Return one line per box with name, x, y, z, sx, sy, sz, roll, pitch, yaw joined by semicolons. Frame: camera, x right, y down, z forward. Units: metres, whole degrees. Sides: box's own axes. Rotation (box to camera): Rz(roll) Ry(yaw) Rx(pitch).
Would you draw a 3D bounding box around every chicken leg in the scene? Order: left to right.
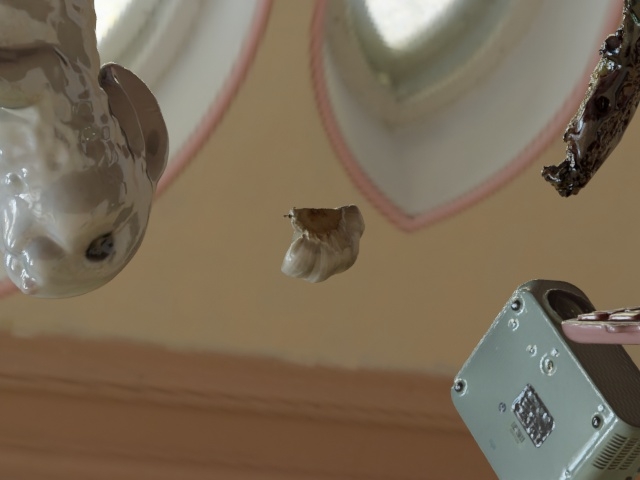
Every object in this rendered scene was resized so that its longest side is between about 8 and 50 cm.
chicken leg;0.275;-0.154;1.453;0.051;0.253;0.106;29;-145;22

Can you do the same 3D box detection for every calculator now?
calculator;0.386;0.082;1.508;0.330;0.048;0.220;-1;180;-41

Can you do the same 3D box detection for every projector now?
projector;0.281;0.198;1.842;0.108;0.198;0.250;8;-142;-35

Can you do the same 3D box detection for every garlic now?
garlic;0.001;0.004;1.599;0.113;0.094;0.074;-29;-104;-31

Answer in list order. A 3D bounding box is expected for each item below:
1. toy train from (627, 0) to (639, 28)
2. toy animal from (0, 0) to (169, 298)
toy train;0.255;-0.190;0.835;0.107;0.198;0.154;50;165;-4
toy animal;-0.241;-0.135;1.258;0.194;0.357;0.258;-17;-162;13
